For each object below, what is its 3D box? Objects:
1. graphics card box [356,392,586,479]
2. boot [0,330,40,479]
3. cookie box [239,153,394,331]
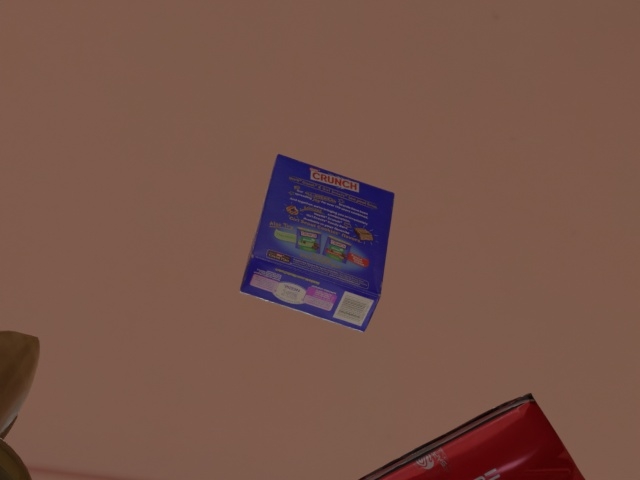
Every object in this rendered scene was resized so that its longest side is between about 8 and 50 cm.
[{"bbox_3d":[0.057,0.281,1.095,0.094,0.232,0.371,58,-26,19],"label":"graphics card box"},{"bbox_3d":[-0.203,0.109,0.650,0.236,0.089,0.269,-34,-168,18],"label":"boot"},{"bbox_3d":[0.000,0.000,0.866,0.107,0.091,0.040,-78,-172,-47],"label":"cookie box"}]
